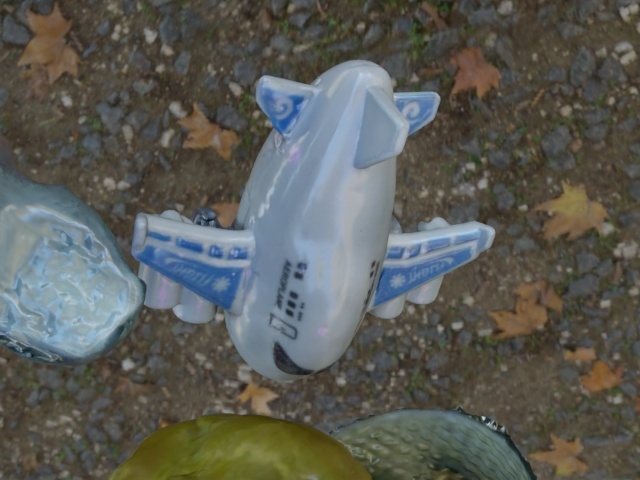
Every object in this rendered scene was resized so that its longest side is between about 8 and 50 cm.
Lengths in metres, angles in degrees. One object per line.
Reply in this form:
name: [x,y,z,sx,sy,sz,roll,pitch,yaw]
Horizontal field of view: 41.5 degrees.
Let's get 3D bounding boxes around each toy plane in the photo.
toy plane: [-0.002,-0.003,0.595,0.267,0.122,0.267,-11,132,-12]

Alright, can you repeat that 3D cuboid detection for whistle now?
whistle: [-0.263,-0.048,0.537,0.348,0.189,0.189,44,118,-11]

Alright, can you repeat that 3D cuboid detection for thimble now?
thimble: [0.087,0.295,0.755,0.271,0.271,0.150,-18,126,16]

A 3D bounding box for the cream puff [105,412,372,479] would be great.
cream puff: [-0.065,0.249,0.479,0.270,0.323,0.274,-25,87,-22]
